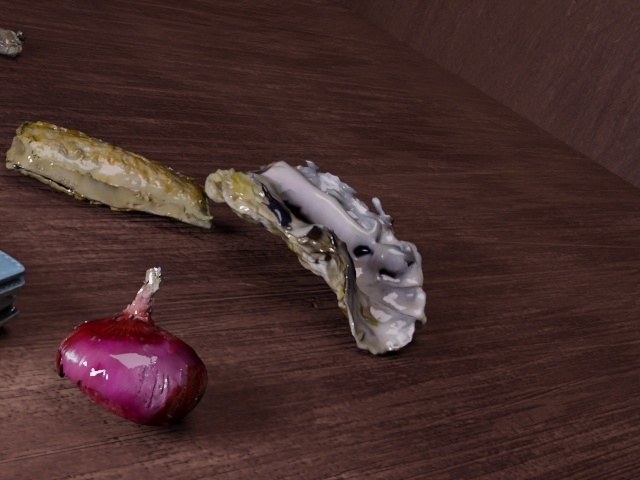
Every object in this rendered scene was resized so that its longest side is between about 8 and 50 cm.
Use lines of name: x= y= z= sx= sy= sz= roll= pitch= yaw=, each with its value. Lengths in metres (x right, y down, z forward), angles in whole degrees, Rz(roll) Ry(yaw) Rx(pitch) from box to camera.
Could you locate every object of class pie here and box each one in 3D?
pie: x=-0.263 y=-0.083 z=1.622 sx=0.282 sy=0.068 sz=0.128 roll=20 pitch=21 yaw=-21

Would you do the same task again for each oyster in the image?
oyster: x=-0.001 y=0.001 z=1.621 sx=0.351 sy=0.114 sz=0.238 roll=34 pitch=21 yaw=13

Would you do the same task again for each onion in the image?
onion: x=-0.169 y=0.095 z=1.185 sx=0.150 sy=0.140 sz=0.150 roll=23 pitch=4 yaw=-2

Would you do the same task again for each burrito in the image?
burrito: x=-0.544 y=-0.327 z=1.946 sx=0.171 sy=0.042 sz=0.051 roll=19 pitch=24 yaw=-22

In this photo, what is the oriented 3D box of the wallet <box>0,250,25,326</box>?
wallet: x=-0.425 y=0.016 z=1.202 sx=0.250 sy=0.075 sz=0.176 roll=31 pitch=28 yaw=19
